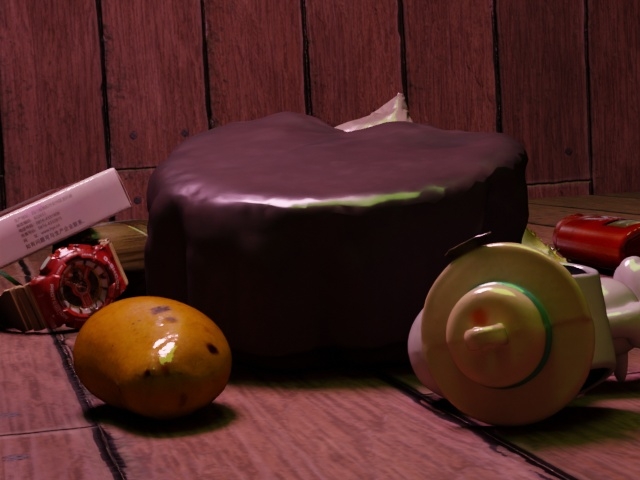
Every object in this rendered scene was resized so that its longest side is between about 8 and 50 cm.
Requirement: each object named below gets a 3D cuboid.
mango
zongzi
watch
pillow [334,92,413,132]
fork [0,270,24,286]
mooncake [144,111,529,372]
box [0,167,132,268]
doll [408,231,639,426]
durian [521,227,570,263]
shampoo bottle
[{"bbox_3d":[-0.134,0.097,1.162,0.115,0.090,0.178,-17,15,-31],"label":"mango"},{"bbox_3d":[-0.223,0.027,1.949,0.242,0.112,0.221,1,4,28],"label":"zongzi"},{"bbox_3d":[-0.344,0.050,1.779,0.164,0.102,0.268,-25,15,-20],"label":"watch"},{"bbox_3d":[0.066,-0.041,1.658,0.173,0.270,0.067,-20,-28,-6],"label":"pillow"},{"bbox_3d":[-0.386,0.076,1.886,0.039,0.021,0.235,-1,12,-32],"label":"fork"},{"bbox_3d":[0.000,0.000,1.417,0.350,0.212,0.381,-11,18,-35],"label":"mooncake"},{"bbox_3d":[-0.437,0.011,1.797,0.353,0.069,0.214,-29,10,-31],"label":"box"},{"bbox_3d":[0.198,0.057,1.118,0.271,0.144,0.208,-9,-3,-20],"label":"doll"},{"bbox_3d":[0.215,-0.004,1.832,0.198,0.163,0.394,2,1,28],"label":"durian"},{"bbox_3d":[0.423,0.004,2.031,0.118,0.076,0.314,-7,5,-10],"label":"shampoo bottle"}]
